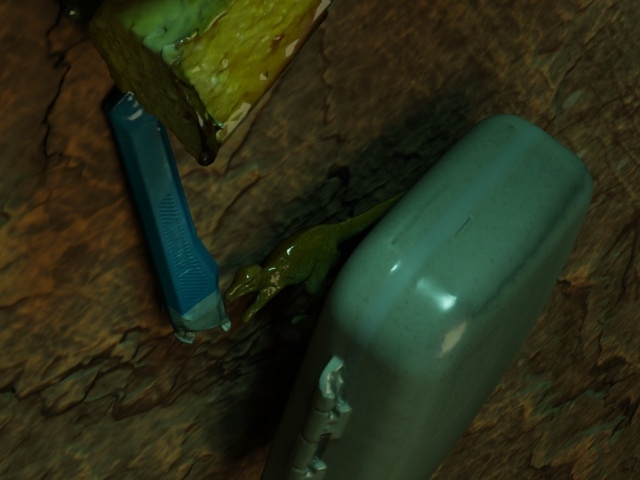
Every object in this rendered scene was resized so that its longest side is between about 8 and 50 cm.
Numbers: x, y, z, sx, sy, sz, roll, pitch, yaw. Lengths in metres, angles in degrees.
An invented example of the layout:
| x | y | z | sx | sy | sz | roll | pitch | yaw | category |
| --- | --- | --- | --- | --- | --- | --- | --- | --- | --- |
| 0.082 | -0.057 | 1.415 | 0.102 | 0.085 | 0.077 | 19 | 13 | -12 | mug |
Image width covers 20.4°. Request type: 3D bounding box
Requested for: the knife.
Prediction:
| x | y | z | sx | sy | sz | roll | pitch | yaw | category |
| --- | --- | --- | --- | --- | --- | --- | --- | --- | --- |
| -0.093 | -0.010 | 1.112 | 0.044 | 0.026 | 0.296 | -28 | 149 | -12 | knife |

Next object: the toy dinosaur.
| x | y | z | sx | sy | sz | roll | pitch | yaw | category |
| --- | --- | --- | --- | --- | --- | --- | --- | --- | --- |
| 0.000 | 0.000 | 1.280 | 0.162 | 0.039 | 0.126 | -49 | 156 | -2 | toy dinosaur |

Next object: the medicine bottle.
| x | y | z | sx | sy | sz | roll | pitch | yaw | category |
| --- | --- | --- | --- | --- | --- | --- | --- | --- | --- |
| 0.078 | 0.084 | 1.385 | 0.282 | 0.123 | 0.375 | -47 | 165 | -36 | medicine bottle |

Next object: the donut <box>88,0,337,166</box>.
| x | y | z | sx | sy | sz | roll | pitch | yaw | category |
| --- | --- | --- | --- | --- | --- | --- | --- | --- | --- |
| -0.048 | -0.165 | 0.840 | 0.152 | 0.101 | 0.259 | -45 | 151 | -21 | donut |

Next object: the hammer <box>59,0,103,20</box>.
| x | y | z | sx | sy | sz | roll | pitch | yaw | category |
| --- | --- | --- | --- | --- | --- | --- | --- | --- | --- |
| -0.082 | -0.116 | 0.979 | 0.195 | 0.028 | 0.060 | -4 | 138 | -55 | hammer |
